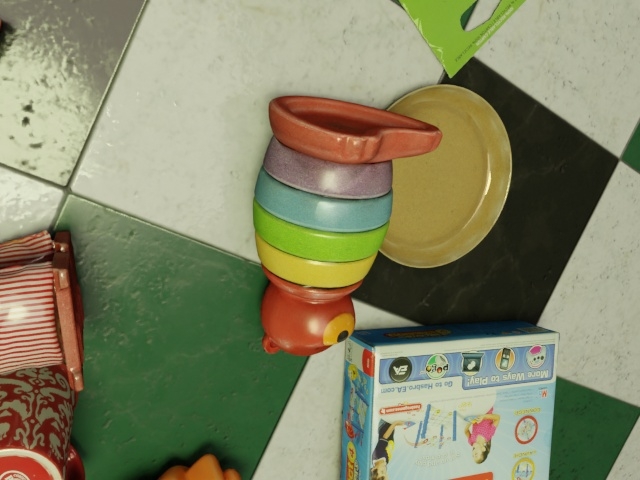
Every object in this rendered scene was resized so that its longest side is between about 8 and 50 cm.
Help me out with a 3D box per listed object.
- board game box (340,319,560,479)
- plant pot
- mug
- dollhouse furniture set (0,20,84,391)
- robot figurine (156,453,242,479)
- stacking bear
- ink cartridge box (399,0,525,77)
[{"bbox_3d":[0.182,0.276,0.805,0.307,0.086,0.302,1,95,-23],"label":"board game box"},{"bbox_3d":[0.145,-0.082,0.745,0.236,0.032,0.237,-6,108,-21],"label":"plant pot"},{"bbox_3d":[-0.285,0.203,0.567,0.150,0.169,0.113,31,91,-27],"label":"mug"},{"bbox_3d":[-0.333,-0.051,0.483,0.201,0.152,0.375,-9,108,-20],"label":"dollhouse furniture set"},{"bbox_3d":[-0.185,0.362,0.680,0.219,0.128,0.158,-46,159,-5],"label":"robot figurine"},{"bbox_3d":[0.000,0.000,0.640,0.175,0.164,0.289,-15,124,-45],"label":"stacking bear"},{"bbox_3d":[0.166,-0.344,0.642,0.189,0.097,0.255,-46,116,-5],"label":"ink cartridge box"}]
